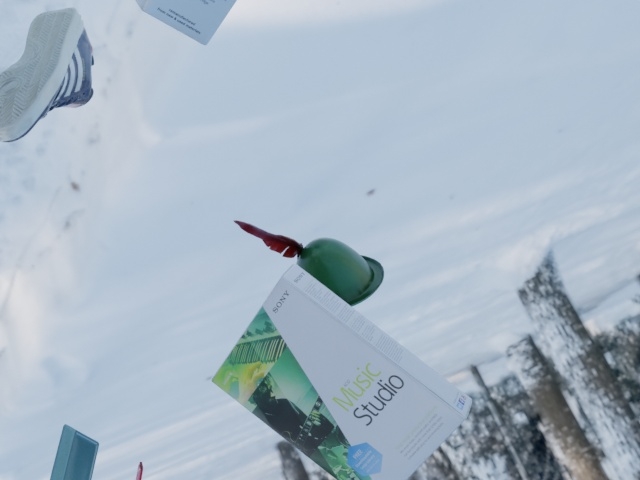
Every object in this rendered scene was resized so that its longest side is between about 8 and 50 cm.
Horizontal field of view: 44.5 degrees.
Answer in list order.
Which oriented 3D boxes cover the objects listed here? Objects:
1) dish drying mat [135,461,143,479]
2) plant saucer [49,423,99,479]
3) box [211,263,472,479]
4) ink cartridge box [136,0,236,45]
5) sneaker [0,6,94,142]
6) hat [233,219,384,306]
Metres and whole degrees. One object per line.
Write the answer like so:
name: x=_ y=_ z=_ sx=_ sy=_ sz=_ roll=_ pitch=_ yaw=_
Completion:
dish drying mat: x=-0.374 y=0.498 z=1.600 sx=0.008 sy=0.083 sz=0.032 roll=8 pitch=-167 yaw=-24
plant saucer: x=-0.310 y=0.326 z=0.953 sx=0.018 sy=0.192 sz=0.067 roll=-8 pitch=146 yaw=18
box: x=0.022 y=0.218 z=1.141 sx=0.232 sy=0.322 sz=0.058 roll=-56 pitch=173 yaw=29
ink cartridge box: x=-0.164 y=-0.469 z=1.137 sx=0.121 sy=0.211 sz=0.289 roll=21 pitch=115 yaw=-43
sneaker: x=-0.491 y=-0.275 z=1.431 sx=0.131 sy=0.350 sz=0.148 roll=-1 pitch=138 yaw=14
hat: x=0.000 y=0.000 z=1.259 sx=0.173 sy=0.183 sz=0.208 roll=-1 pitch=-152 yaw=22
